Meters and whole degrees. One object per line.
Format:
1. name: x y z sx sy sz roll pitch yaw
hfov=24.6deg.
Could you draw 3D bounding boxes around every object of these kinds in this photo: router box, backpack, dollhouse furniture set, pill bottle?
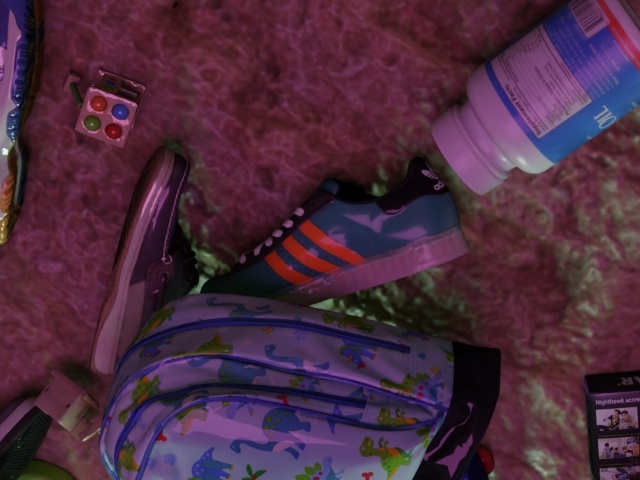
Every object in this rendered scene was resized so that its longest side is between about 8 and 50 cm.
1. router box: 0.388 0.210 1.628 0.179 0.046 0.133 -5 114 6
2. backpack: -0.041 0.192 1.470 0.355 0.273 0.290 27 126 -1
3. dollhouse furniture set: -0.210 0.214 1.672 0.161 0.182 0.101 32 75 27
4. pill bottle: 0.221 -0.143 1.433 0.221 0.124 0.124 -36 108 19

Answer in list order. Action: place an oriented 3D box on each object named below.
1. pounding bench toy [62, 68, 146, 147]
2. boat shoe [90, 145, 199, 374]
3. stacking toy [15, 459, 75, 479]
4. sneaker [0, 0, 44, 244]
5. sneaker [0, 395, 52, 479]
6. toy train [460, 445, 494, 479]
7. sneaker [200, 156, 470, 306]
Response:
1. pounding bench toy: -0.229 -0.139 1.496 0.083 0.065 0.052 20 115 -5
2. boat shoe: -0.173 0.031 1.557 0.092 0.103 0.285 15 119 -9
3. stacking toy: -0.310 0.423 1.728 0.279 0.130 0.309 28 113 -10
4. sneaker: -0.359 -0.134 1.483 0.131 0.112 0.296 14 114 -2
5. sneaker: -0.458 0.253 1.669 0.178 0.124 0.295 41 82 16
6. toy train: 0.159 0.361 1.690 0.143 0.105 0.248 -16 113 22
7. sneaker: 0.000 0.000 1.536 0.302 0.108 0.121 -18 93 18
